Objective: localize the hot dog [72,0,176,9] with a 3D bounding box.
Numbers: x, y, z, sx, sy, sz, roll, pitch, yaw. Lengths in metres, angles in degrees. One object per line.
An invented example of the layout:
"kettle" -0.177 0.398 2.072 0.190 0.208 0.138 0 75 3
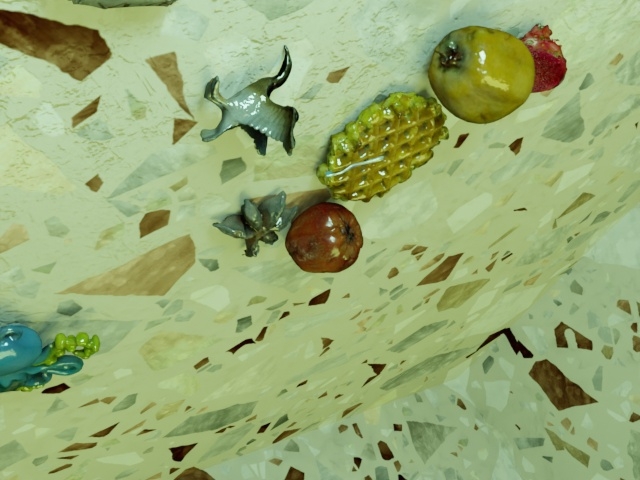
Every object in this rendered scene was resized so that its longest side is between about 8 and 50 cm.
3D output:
"hot dog" -0.251 -0.350 0.888 0.191 0.059 0.108 -7 131 -32

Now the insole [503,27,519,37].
"insole" 0.335 -0.390 1.464 0.197 0.004 0.065 -31 153 0

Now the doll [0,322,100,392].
"doll" -0.661 0.250 1.459 0.346 0.099 0.341 -3 155 -35

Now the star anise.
"star anise" -0.128 -0.037 1.525 0.172 0.063 0.208 -33 153 1

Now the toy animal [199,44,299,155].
"toy animal" -0.109 -0.235 1.159 0.160 0.272 0.197 5 100 -25

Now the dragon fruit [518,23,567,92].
"dragon fruit" 0.454 -0.397 1.486 0.153 0.111 0.153 15 156 7

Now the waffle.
"waffle" 0.135 -0.194 1.523 0.325 0.068 0.302 -46 150 24

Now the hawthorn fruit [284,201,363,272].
"hawthorn fruit" 0.012 0.000 1.622 0.173 0.173 0.179 -5 142 -40

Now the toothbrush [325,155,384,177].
"toothbrush" 0.071 -0.153 1.442 0.131 0.013 0.011 -18 163 -11

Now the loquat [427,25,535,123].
"loquat" 0.312 -0.328 1.361 0.234 0.176 0.187 17 129 -32
